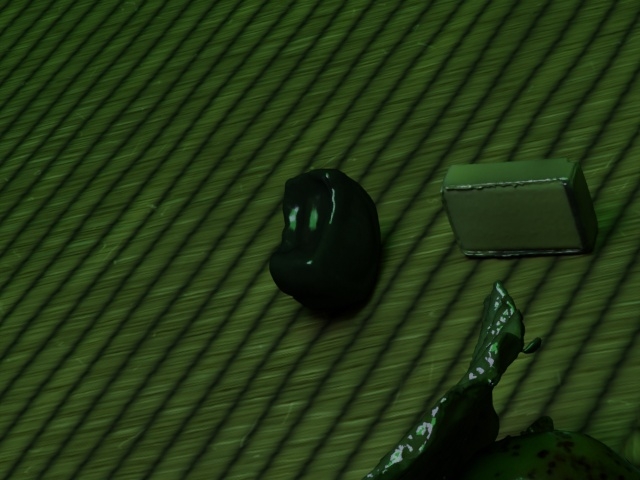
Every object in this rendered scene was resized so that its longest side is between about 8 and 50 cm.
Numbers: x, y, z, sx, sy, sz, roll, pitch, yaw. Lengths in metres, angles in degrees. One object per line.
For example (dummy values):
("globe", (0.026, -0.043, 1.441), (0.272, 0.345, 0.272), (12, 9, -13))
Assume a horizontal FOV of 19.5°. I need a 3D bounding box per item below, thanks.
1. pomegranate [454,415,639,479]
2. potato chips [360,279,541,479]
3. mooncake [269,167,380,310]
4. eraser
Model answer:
("pomegranate", (0.246, 0.283, 1.839), (0.231, 0.231, 0.286), (-4, 13, 25))
("potato chips", (0.094, 0.213, 1.860), (0.097, 0.373, 0.389), (37, 61, 14))
("mooncake", (0.000, 0.000, 2.326), (0.104, 0.168, 0.175), (-3, 27, 28))
("eraser", (0.243, -0.040, 2.275), (0.172, 0.117, 0.058), (-3, 38, 27))
